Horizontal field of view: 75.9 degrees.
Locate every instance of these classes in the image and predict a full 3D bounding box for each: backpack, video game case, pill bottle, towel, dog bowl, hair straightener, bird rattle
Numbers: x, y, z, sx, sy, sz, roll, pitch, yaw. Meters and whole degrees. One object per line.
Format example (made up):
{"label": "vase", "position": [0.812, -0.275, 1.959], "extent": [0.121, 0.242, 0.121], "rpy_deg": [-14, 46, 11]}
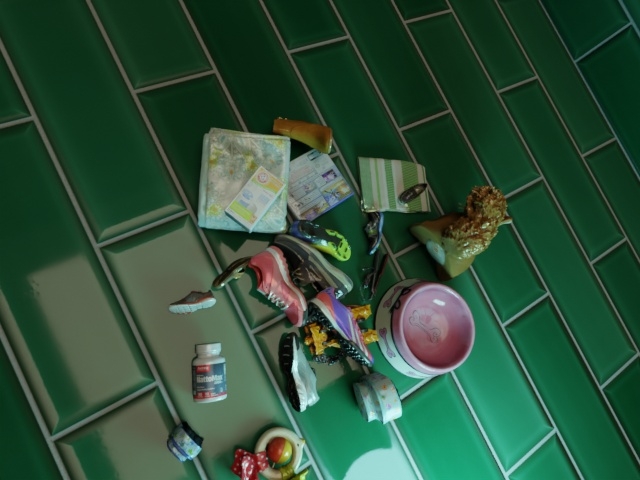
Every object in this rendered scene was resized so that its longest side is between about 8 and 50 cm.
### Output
{"label": "backpack", "position": [-0.426, 0.638, 1.290], "extent": [0.105, 0.114, 0.084], "rpy_deg": [47, 68, -4]}
{"label": "backpack", "position": [0.207, 0.570, 1.481], "extent": [0.145, 0.188, 0.165], "rpy_deg": [-12, 82, -21]}
{"label": "video game case", "position": [-0.040, -0.218, 1.650], "extent": [0.270, 0.061, 0.244], "rpy_deg": [-34, 89, -21]}
{"label": "pill bottle", "position": [-0.369, 0.435, 1.361], "extent": [0.108, 0.108, 0.180], "rpy_deg": [-2, 78, -19]}
{"label": "towel", "position": [0.321, -0.236, 1.793], "extent": [0.325, 0.038, 0.247], "rpy_deg": [1, 77, -17]}
{"label": "towel", "position": [-0.277, -0.220, 1.516], "extent": [0.321, 0.090, 0.374], "rpy_deg": [4, 84, -7]}
{"label": "dog bowl", "position": [0.428, 0.343, 1.631], "extent": [0.408, 0.150, 0.407], "rpy_deg": [4, 77, -17]}
{"label": "hair straightener", "position": [0.203, 0.140, 1.665], "extent": [0.089, 0.047, 0.230], "rpy_deg": [25, 75, -12]}
{"label": "bird rattle", "position": [-0.159, 0.735, 1.380], "extent": [0.254, 0.143, 0.206], "rpy_deg": [22, 59, 1]}

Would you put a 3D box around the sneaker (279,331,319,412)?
{"label": "sneaker", "position": [-0.073, 0.462, 1.471], "extent": [0.108, 0.100, 0.271], "rpy_deg": [-8, 83, -34]}

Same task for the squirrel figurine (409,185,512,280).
{"label": "squirrel figurine", "position": [0.622, -0.061, 1.659], "extent": [0.371, 0.397, 0.281], "rpy_deg": [-31, 84, -14]}

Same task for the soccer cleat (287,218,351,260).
{"label": "soccer cleat", "position": [0.000, -0.001, 1.595], "extent": [0.289, 0.121, 0.093], "rpy_deg": [29, 65, -34]}

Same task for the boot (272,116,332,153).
{"label": "boot", "position": [-0.078, -0.408, 1.587], "extent": [0.211, 0.295, 0.104], "rpy_deg": [4, 113, -15]}

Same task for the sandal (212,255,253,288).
{"label": "sandal", "position": [-0.309, 0.119, 1.479], "extent": [0.180, 0.072, 0.049], "rpy_deg": [-45, 123, -29]}

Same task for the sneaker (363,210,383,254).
{"label": "sneaker", "position": [0.214, -0.032, 1.700], "extent": [0.078, 0.067, 0.188], "rpy_deg": [8, 76, 5]}

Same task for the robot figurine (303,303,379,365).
{"label": "robot figurine", "position": [0.068, 0.344, 1.543], "extent": [0.291, 0.085, 0.210], "rpy_deg": [-10, 81, -21]}

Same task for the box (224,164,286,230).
{"label": "box", "position": [-0.225, -0.142, 1.423], "extent": [0.114, 0.103, 0.203], "rpy_deg": [38, 80, -6]}

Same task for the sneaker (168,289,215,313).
{"label": "sneaker", "position": [-0.447, 0.209, 1.425], "extent": [0.158, 0.061, 0.064], "rpy_deg": [-9, 53, -21]}

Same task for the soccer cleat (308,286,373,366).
{"label": "soccer cleat", "position": [0.097, 0.308, 1.461], "extent": [0.116, 0.109, 0.318], "rpy_deg": [-41, 91, -27]}

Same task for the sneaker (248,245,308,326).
{"label": "sneaker", "position": [-0.161, 0.181, 1.475], "extent": [0.136, 0.116, 0.313], "rpy_deg": [-21, 81, -36]}

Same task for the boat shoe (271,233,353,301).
{"label": "boat shoe", "position": [-0.042, 0.113, 1.536], "extent": [0.355, 0.132, 0.130], "rpy_deg": [37, 69, -6]}

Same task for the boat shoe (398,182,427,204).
{"label": "boat shoe", "position": [0.397, -0.207, 1.762], "extent": [0.152, 0.049, 0.056], "rpy_deg": [-37, 90, -22]}
